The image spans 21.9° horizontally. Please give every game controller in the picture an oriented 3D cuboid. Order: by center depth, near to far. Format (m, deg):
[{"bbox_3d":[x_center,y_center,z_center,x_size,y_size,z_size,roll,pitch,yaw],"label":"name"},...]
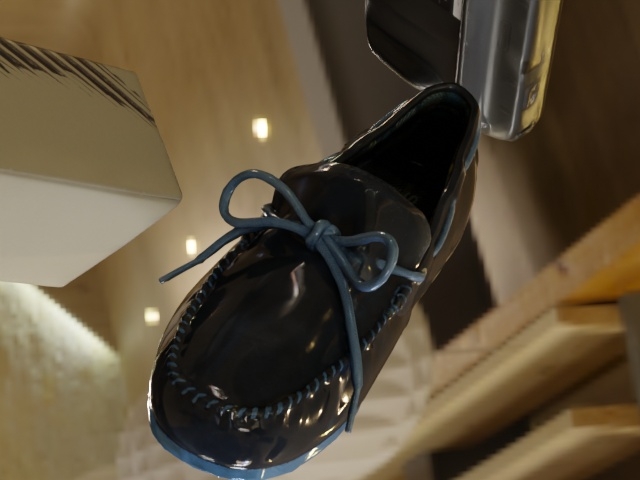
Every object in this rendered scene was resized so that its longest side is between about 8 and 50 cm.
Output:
[{"bbox_3d":[0.097,-0.191,1.175,0.166,0.067,0.319,46,-18,21],"label":"game controller"}]

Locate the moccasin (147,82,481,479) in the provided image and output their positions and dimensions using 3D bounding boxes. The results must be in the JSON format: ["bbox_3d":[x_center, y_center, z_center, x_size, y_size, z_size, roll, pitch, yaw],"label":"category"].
[{"bbox_3d":[0.000,0.000,0.951,0.342,0.137,0.117,-56,168,-54],"label":"moccasin"}]

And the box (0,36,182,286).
[{"bbox_3d":[-0.208,-0.048,0.863,0.113,0.275,0.094,-33,-113,27],"label":"box"}]
